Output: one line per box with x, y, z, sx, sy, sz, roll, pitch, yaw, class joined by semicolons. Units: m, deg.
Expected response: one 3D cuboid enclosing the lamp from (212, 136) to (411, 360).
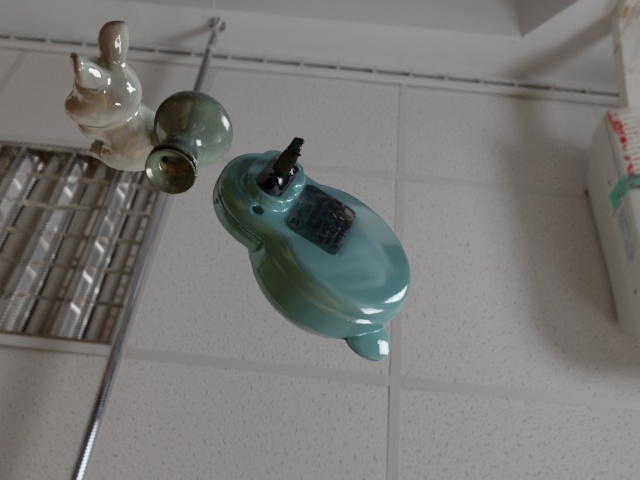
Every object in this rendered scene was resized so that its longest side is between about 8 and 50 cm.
-0.008;0.007;0.743;0.284;0.147;0.209;52;-149;-16;lamp

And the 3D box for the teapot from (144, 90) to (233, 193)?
-0.294;-0.209;1.327;0.183;0.184;0.251;5;-144;0;teapot

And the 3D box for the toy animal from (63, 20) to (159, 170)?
-0.490;-0.341;1.482;0.241;0.368;0.196;12;-125;22;toy animal
